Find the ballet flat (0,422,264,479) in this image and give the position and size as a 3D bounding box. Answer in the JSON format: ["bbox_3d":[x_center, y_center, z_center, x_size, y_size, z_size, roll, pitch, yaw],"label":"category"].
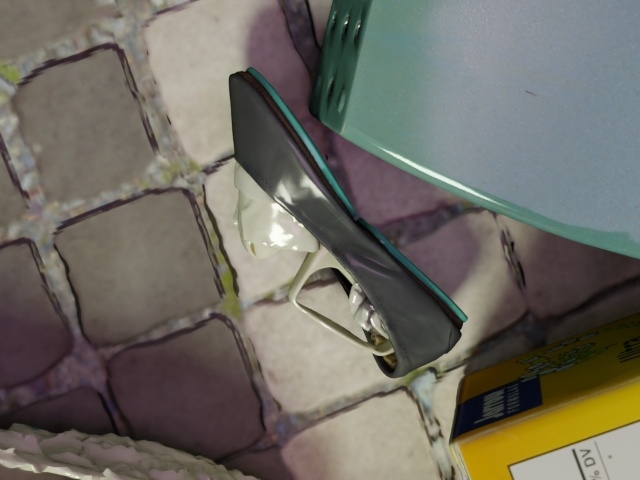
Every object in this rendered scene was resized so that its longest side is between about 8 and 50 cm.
[{"bbox_3d":[-0.169,0.164,0.917,0.409,0.147,0.147,18,96,-21],"label":"ballet flat"}]

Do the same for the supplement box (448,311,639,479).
[{"bbox_3d":[0.268,0.117,0.936,0.357,0.195,0.194,-20,93,8],"label":"supplement box"}]

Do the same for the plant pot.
[{"bbox_3d":[0.123,-0.089,0.942,0.234,0.166,0.165,12,98,-11],"label":"plant pot"}]

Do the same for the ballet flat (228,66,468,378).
[{"bbox_3d":[0.000,0.000,0.967,0.074,0.074,0.203,-43,113,-5],"label":"ballet flat"}]
